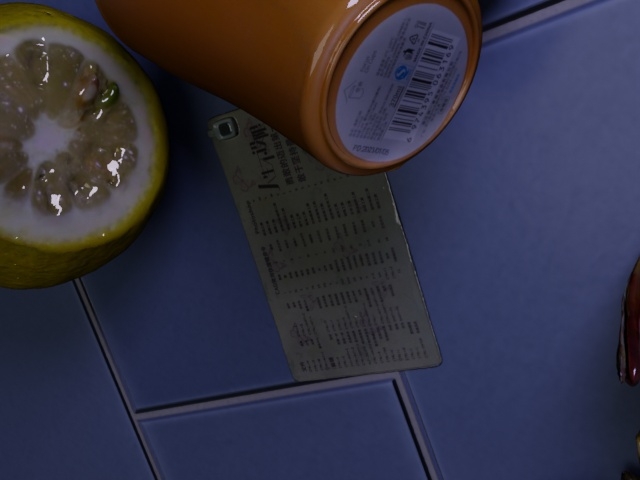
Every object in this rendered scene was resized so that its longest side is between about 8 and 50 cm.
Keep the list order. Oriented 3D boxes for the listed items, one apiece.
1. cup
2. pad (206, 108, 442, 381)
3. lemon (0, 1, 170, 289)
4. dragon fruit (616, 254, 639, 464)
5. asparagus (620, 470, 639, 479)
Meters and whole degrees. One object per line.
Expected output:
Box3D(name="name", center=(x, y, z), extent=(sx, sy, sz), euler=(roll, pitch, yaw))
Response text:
Box3D(name="cup", center=(-0.020, -0.147, 0.562), extent=(0.264, 0.182, 0.226), euler=(44, 170, 39))
Box3D(name="pad", center=(0.000, 0.000, 0.730), extent=(0.159, 0.009, 0.265), euler=(-13, 101, 30))
Box3D(name="lemon", center=(-0.264, -0.076, 0.719), extent=(0.219, 0.240, 0.241), euler=(-7, 105, 54))
Box3D(name="dragon fruit", center=(0.319, 0.085, 0.464), extent=(0.305, 0.226, 0.306), euler=(10, 114, 24))
Box3D(name="asparagus", center=(0.295, 0.244, 0.644), extent=(0.165, 0.030, 0.036), euler=(47, 146, 4))
